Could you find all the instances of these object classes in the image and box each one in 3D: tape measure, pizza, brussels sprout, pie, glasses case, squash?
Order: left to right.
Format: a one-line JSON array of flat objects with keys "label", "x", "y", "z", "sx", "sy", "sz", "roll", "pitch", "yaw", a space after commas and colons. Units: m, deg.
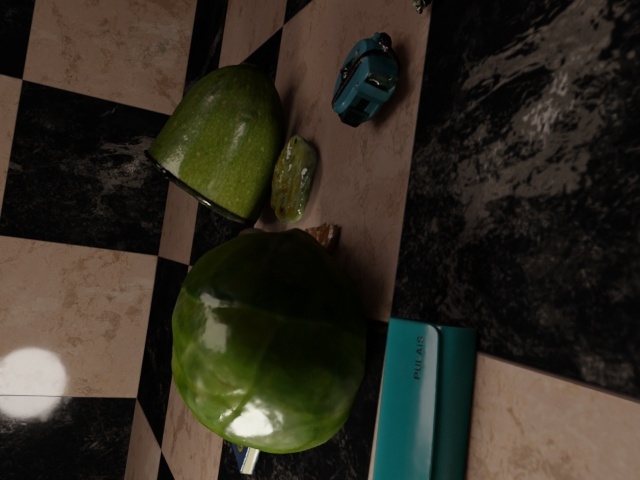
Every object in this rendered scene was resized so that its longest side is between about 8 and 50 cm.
[{"label": "squash", "x": -0.192, "y": -0.240, "z": 1.271, "sx": 0.309, "sy": 0.310, "sz": 0.310, "roll": -54, "pitch": 30, "yaw": 5}, {"label": "brussels sprout", "x": -0.072, "y": 0.126, "z": 0.832, "sx": 0.355, "sy": 0.289, "sz": 0.282, "roll": -78, "pitch": 1, "yaw": -57}, {"label": "pie", "x": -0.056, "y": -0.125, "z": 1.147, "sx": 0.187, "sy": 0.041, "sz": 0.187, "roll": -31, "pitch": 55, "yaw": 57}, {"label": "pizza", "x": 0.008, "y": 0.003, "z": 0.997, "sx": 0.099, "sy": 0.029, "sz": 0.100, "roll": -42, "pitch": 48, "yaw": 42}, {"label": "tape measure", "x": 0.073, "y": -0.258, "z": 0.882, "sx": 0.146, "sy": 0.080, "sz": 0.125, "roll": -48, "pitch": 31, "yaw": 48}, {"label": "glasses case", "x": 0.112, "y": 0.246, "z": 0.652, "sx": 0.117, "sy": 0.070, "sz": 0.301, "roll": -5, "pitch": 76, "yaw": 63}]

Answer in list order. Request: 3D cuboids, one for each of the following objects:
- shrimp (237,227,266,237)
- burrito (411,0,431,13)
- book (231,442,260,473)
[{"label": "shrimp", "x": -0.143, "y": 0.053, "z": 1.166, "sx": 0.316, "sy": 0.062, "sz": 0.165, "roll": 178, "pitch": 98, "yaw": -67}, {"label": "burrito", "x": 0.144, "y": -0.406, "z": 0.829, "sx": 0.051, "sy": 0.042, "sz": 0.171, "roll": 115, "pitch": 153, "yaw": -51}, {"label": "book", "x": -0.142, "y": 0.239, "z": 1.207, "sx": 0.300, "sy": 0.039, "sz": 0.428, "roll": 50, "pitch": 126, "yaw": 58}]
